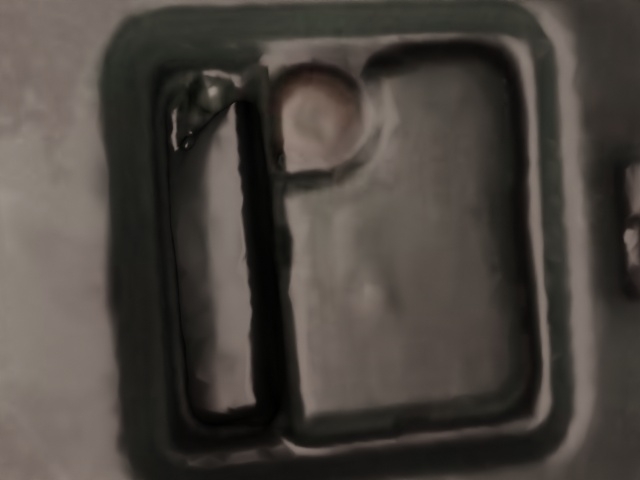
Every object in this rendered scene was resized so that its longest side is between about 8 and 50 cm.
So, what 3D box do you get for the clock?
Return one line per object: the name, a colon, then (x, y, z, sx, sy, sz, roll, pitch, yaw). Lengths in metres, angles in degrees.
clock: (0.000, 0.001, 0.457, 0.318, 0.066, 0.319, 0, 90, -16)
